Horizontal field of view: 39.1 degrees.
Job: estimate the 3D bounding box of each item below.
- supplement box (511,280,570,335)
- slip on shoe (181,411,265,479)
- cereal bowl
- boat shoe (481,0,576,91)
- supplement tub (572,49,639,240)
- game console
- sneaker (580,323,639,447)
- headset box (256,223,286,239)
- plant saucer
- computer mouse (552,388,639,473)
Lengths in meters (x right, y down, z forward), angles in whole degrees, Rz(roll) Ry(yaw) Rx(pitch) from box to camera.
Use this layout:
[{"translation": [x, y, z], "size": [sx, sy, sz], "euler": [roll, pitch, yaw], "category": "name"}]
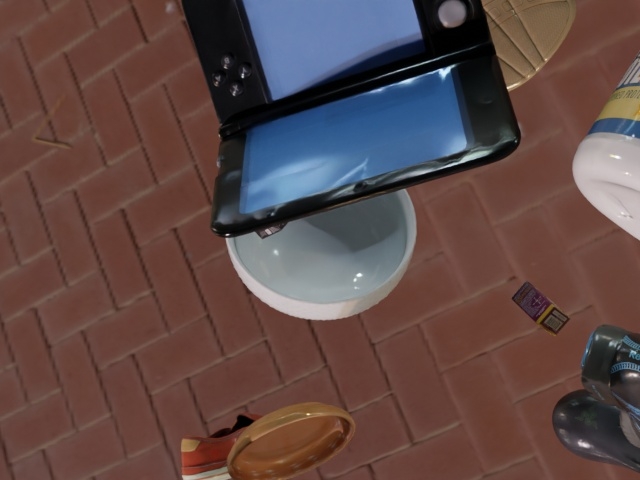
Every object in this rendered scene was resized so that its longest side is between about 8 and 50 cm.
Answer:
[{"translation": [0.371, 0.114, 1.521], "size": [0.043, 0.055, 0.083], "euler": [-51, 37, 10], "category": "supplement box"}, {"translation": [-0.117, 0.370, 1.707], "size": [0.123, 0.331, 0.101], "euler": [-20, 83, 54], "category": "slip on shoe"}, {"translation": [0.000, 0.000, 1.619], "size": [0.338, 0.141, 0.339], "euler": [0, 58, 0], "category": "cereal bowl"}, {"translation": [0.152, -0.180, 0.993], "size": [0.103, 0.092, 0.285], "euler": [44, 96, -9], "category": "boat shoe"}, {"translation": [0.256, -0.087, 0.523], "size": [0.144, 0.144, 0.200], "euler": [32, 88, 21], "category": "supplement tub"}, {"translation": [0.005, -0.071, 0.354], "size": [0.122, 0.071, 0.107], "euler": [-15, 98, 12], "category": "game console"}, {"translation": [0.486, 0.229, 1.244], "size": [0.139, 0.340, 0.125], "euler": [13, 76, 47], "category": "sneaker"}, {"translation": [-0.059, -0.045, 1.336], "size": [0.032, 0.083, 0.062], "euler": [47, 149, -14], "category": "headset box"}, {"translation": [-0.046, 0.297, 1.339], "size": [0.200, 0.200, 0.037], "euler": [-36, 55, 17], "category": "plant saucer"}, {"translation": [0.531, 0.319, 1.517], "size": [0.272, 0.072, 0.189], "euler": [12, 72, 4], "category": "computer mouse"}]
